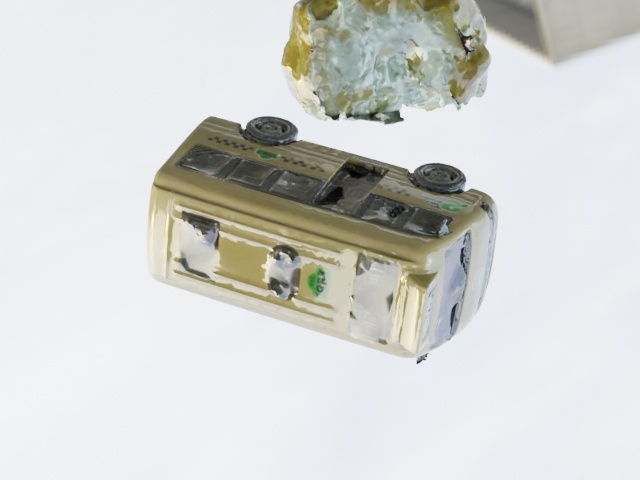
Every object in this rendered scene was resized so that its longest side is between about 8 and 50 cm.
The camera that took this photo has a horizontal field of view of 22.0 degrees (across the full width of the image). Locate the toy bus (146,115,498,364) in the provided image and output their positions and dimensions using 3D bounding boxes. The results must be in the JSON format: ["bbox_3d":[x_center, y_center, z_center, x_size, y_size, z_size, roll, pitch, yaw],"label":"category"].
[{"bbox_3d":[0.000,0.000,1.820,0.365,0.177,0.202,16,-149,17],"label":"toy bus"}]

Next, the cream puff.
[{"bbox_3d":[0.045,-0.145,1.187,0.156,0.121,0.156,-11,-173,1],"label":"cream puff"}]
